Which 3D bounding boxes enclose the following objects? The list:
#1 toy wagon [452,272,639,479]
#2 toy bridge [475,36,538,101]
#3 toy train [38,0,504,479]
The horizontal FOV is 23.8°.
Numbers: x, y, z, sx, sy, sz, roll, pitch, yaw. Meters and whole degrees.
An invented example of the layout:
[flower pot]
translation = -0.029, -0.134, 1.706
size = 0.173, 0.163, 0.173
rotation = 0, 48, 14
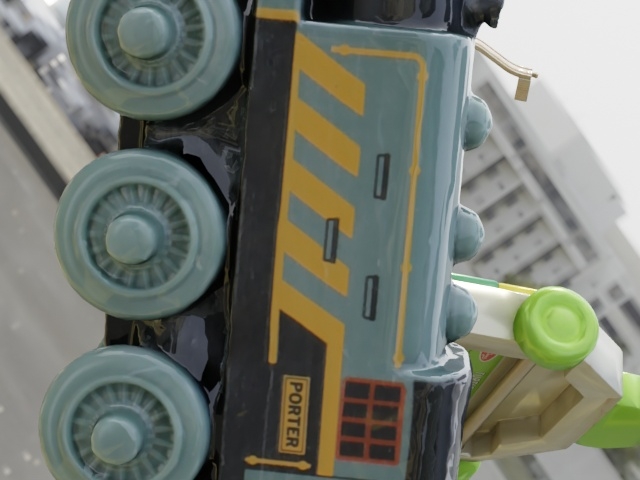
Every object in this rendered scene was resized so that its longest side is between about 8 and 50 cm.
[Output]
[toy wagon]
translation = 0.110, 0.105, 1.108
size = 0.267, 0.344, 0.068
rotation = 117, -19, -59
[toy bridge]
translation = 0.157, -0.207, 1.744
size = 0.026, 0.188, 0.063
rotation = -72, 170, -54
[toy train]
translation = -0.019, -0.002, 0.704
size = 0.142, 0.190, 0.334
rotation = -53, 148, -83
